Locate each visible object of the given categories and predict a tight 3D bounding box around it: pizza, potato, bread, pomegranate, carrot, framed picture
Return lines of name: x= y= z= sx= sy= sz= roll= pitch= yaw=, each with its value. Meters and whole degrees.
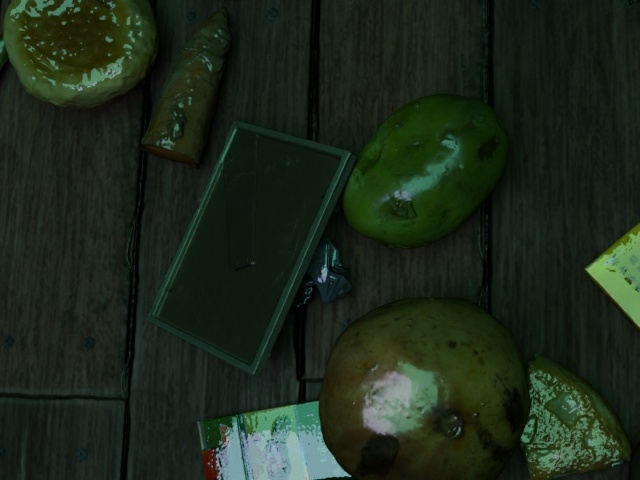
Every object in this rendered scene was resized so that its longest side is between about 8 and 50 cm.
pizza: x=0.326 y=0.263 z=1.408 sx=0.182 sy=0.062 sz=0.161 roll=33 pitch=81 yaw=10
potato: x=0.145 y=-0.096 z=1.459 sx=0.253 sy=0.148 sz=0.186 roll=-29 pitch=59 yaw=7
bread: x=-0.361 y=-0.311 z=1.604 sx=0.244 sy=0.134 sz=0.244 roll=-2 pitch=78 yaw=8
pomegranate: x=0.135 y=0.200 z=1.353 sx=0.281 sy=0.281 sz=0.281 roll=-2 pitch=80 yaw=11
carrot: x=-0.188 y=-0.240 z=1.587 sx=0.102 sy=0.102 sz=0.263 roll=16 pitch=78 yaw=13
framed picture: x=-0.106 y=0.002 z=1.501 sx=0.247 sy=0.022 sz=0.335 roll=20 pitch=84 yaw=41

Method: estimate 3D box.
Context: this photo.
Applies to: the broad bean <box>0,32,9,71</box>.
broad bean: x=-0.538 y=-0.270 z=1.674 sx=0.213 sy=0.048 sz=0.070 roll=-36 pitch=75 yaw=0

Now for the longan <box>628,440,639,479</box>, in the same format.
longan: x=0.497 y=0.301 z=1.299 sx=0.212 sy=0.198 sz=0.198 roll=25 pitch=86 yaw=25

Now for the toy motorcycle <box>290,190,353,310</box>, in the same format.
toy motorcycle: x=0.000 y=0.000 z=1.505 sx=0.122 sy=0.080 sz=0.215 roll=10 pitch=81 yaw=14

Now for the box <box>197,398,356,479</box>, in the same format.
box: x=-0.052 y=0.302 z=1.484 sx=0.235 sy=0.034 sz=0.132 roll=-11 pitch=79 yaw=9

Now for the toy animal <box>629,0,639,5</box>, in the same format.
toy animal: x=0.568 y=-0.341 z=1.448 sx=0.260 sy=0.087 sz=0.243 roll=13 pitch=85 yaw=16

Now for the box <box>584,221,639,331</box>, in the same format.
box: x=0.511 y=0.009 z=1.418 sx=0.269 sy=0.043 sz=0.152 roll=-40 pitch=76 yaw=3
